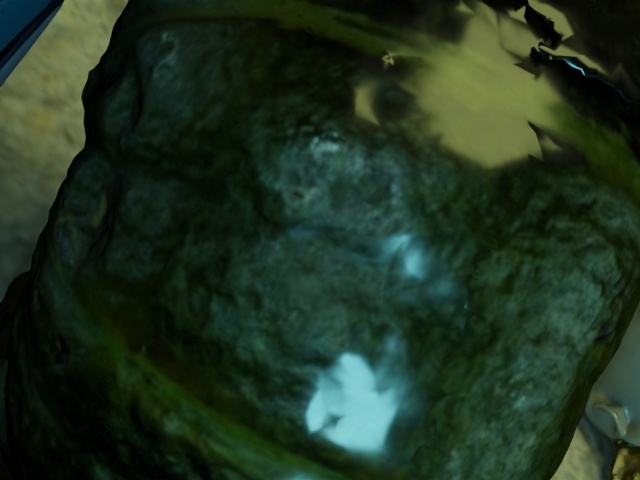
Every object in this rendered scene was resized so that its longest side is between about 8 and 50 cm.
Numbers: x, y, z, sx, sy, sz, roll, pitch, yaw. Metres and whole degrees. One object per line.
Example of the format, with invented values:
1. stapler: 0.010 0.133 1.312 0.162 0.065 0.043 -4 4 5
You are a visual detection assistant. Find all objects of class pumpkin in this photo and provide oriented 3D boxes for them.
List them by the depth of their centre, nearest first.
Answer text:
1. pumpkin: 0.000 0.000 0.595 0.192 0.320 0.320 24 38 -4

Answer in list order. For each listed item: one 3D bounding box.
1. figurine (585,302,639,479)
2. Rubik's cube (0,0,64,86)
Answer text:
1. figurine: 0.218 0.047 0.963 0.143 0.143 0.271 29 67 -28
2. Rubik's cube: -0.174 -0.174 0.478 0.307 0.305 0.310 44 -3 -11
